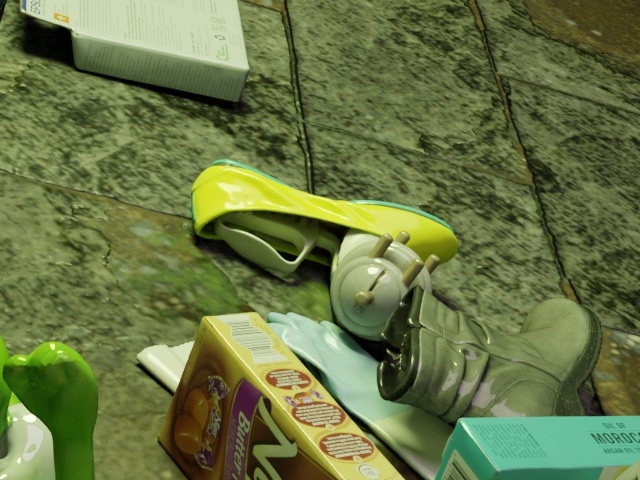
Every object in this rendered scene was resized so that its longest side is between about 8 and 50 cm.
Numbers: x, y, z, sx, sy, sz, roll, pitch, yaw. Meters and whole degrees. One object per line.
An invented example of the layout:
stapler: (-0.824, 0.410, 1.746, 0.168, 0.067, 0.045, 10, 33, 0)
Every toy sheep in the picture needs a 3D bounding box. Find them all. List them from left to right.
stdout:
toy sheep: (0.049, 0.039, 1.568, 0.091, 0.091, 0.132, 31, 9, 17)

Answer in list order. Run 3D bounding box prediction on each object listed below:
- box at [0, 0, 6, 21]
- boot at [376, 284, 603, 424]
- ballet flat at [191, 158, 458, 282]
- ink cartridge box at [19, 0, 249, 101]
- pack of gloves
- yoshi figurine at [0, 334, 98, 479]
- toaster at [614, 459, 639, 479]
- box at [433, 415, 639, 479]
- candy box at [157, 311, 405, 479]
box: (-0.288, -0.115, 1.505, 0.045, 0.184, 0.191, 20, 29, -8)
boot: (0.130, 0.080, 1.525, 0.161, 0.083, 0.246, 35, 27, -7)
ballet flat: (0.000, 0.000, 1.641, 0.231, 0.077, 0.077, 16, 49, -5)
ink cartridge box: (-0.187, -0.222, 1.909, 0.224, 0.045, 0.223, 13, 29, -14)
pack of gloves: (0.011, 0.117, 1.458, 0.232, 0.046, 0.195, 38, 33, 27)
yoshi figurine: (-0.190, 0.159, 1.095, 0.203, 0.203, 0.362, -4, 34, -28)
toaster: (0.259, 0.218, 1.291, 0.146, 0.227, 0.129, 12, 66, -5)
box: (0.193, 0.183, 1.410, 0.244, 0.101, 0.060, 2, 32, -32)
candy box: (-0.029, 0.146, 1.310, 0.053, 0.109, 0.186, -5, 38, -41)
